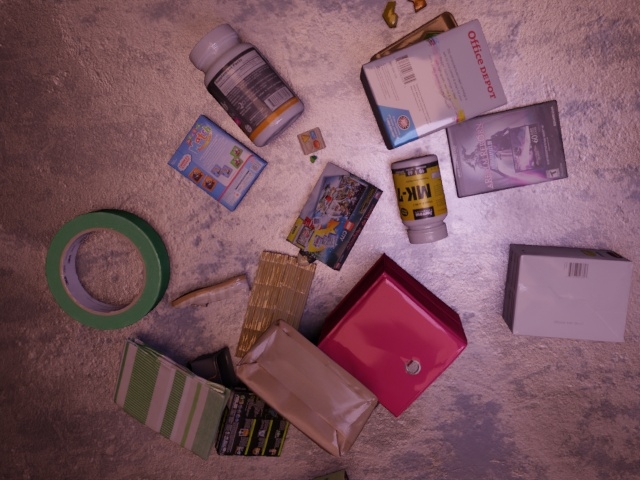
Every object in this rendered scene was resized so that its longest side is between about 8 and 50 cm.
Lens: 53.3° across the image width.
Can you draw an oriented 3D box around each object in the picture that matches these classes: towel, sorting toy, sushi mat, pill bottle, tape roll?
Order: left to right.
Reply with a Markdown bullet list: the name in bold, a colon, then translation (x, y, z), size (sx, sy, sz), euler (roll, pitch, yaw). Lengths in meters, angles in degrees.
- **tape roll**: translation (-0.572, 0.078, 1.720), size (0.321, 0.077, 0.321), euler (1, 99, 5)
- **towel**: translation (-0.413, 0.426, 1.730), size (0.325, 0.038, 0.248), euler (25, 114, 12)
- **pill bottle**: translation (-0.182, -0.380, 1.565), size (0.162, 0.162, 0.278), euler (-40, 93, 10)
- **sushi mat**: translation (-0.123, 0.189, 1.725), size (0.151, 0.019, 0.316), euler (16, 101, 2)
- **sorting toy**: translation (-0.019, -0.244, 1.647), size (0.062, 0.012, 0.083), euler (-20, 97, 8)
- **sorting toy**: translation (0.244, -0.459, 1.572), size (0.229, 0.041, 0.307), euler (-30, 96, 9)
- **pill bottle**: translation (0.252, -0.103, 1.591), size (0.119, 0.119, 0.208), euler (-12, 98, 7)

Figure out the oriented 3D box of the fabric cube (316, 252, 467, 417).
- **fabric cube**: translation (0.175, 0.223, 1.582), size (0.258, 0.259, 0.254), euler (41, 102, -2)

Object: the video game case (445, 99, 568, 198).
- **video game case**: translation (0.466, -0.227, 1.599), size (0.274, 0.026, 0.196), euler (-11, 98, 6)

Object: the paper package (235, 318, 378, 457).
- **paper package**: translation (-0.032, 0.365, 1.537), size (0.309, 0.325, 0.168), euler (38, 75, 9)

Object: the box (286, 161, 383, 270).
- **box**: translation (0.034, -0.062, 1.615), size (0.159, 0.044, 0.233), euler (31, 96, 24)

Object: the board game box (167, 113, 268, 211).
- **board game box**: translation (-0.268, -0.202, 1.664), size (0.211, 0.039, 0.160), euler (37, 100, -2)

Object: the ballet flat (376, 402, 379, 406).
- **ballet flat**: translation (0.039, 0.406, 1.733), size (0.250, 0.058, 0.084), euler (12, 92, 7)

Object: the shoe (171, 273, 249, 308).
- **shoe**: translation (-0.294, 0.150, 1.705), size (0.219, 0.076, 0.058), euler (-18, 92, 6)

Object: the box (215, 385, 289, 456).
- **box**: translation (-0.175, 0.493, 1.731), size (0.184, 0.045, 0.191), euler (9, 102, -27)

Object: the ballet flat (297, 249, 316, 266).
- **ballet flat**: translation (0.000, 0.000, 1.663), size (0.057, 0.049, 0.173), euler (44, 96, -1)

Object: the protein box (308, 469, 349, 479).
- **protein box**: translation (-0.008, 0.753, 1.716), size (0.201, 0.200, 0.136), euler (-20, 97, 8)

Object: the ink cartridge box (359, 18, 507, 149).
- **ink cartridge box**: translation (0.252, -0.350, 1.469), size (0.270, 0.197, 0.198), euler (-21, 96, 4)

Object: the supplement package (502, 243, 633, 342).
- **supplement package**: translation (0.605, 0.126, 1.582), size (0.262, 0.145, 0.204), euler (4, 100, 4)

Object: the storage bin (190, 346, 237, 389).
- **storage bin**: translation (-0.296, 0.372, 1.739), size (0.091, 0.098, 0.135), euler (-11, 98, 18)
